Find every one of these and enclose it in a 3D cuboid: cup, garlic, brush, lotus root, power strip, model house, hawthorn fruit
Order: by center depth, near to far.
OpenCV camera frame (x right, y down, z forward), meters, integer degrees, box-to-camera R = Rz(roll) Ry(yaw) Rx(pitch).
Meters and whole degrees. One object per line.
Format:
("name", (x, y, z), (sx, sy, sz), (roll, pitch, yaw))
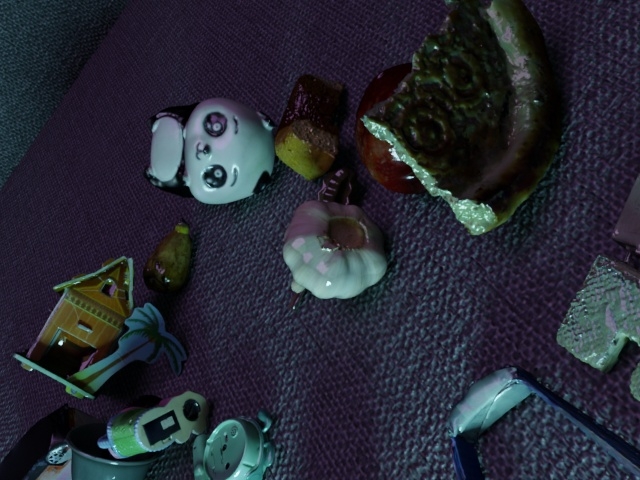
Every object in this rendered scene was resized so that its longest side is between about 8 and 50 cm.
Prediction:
("power strip", (0.453, -0.016, 1.163), (0.075, 0.042, 0.175), (21, 84, 52))
("hawthorn fruit", (0.157, -0.216, 1.489), (0.266, 0.210, 0.230), (-110, 17, -49))
("garlic", (0.006, 0.048, 1.551), (0.226, 0.199, 0.199), (125, 151, -48))
("brush", (0.000, 0.000, 1.660), (0.084, 0.071, 0.301), (18, 88, 68))
("cup", (-0.443, 0.489, 1.750), (0.199, 0.199, 0.150), (22, 102, 52))
("model house", (-0.476, 0.214, 1.950), (0.323, 0.340, 0.300), (-62, 7, -12))
("lotus root", (-0.354, 0.040, 2.004), (0.108, 0.094, 0.190), (10, 62, 24))

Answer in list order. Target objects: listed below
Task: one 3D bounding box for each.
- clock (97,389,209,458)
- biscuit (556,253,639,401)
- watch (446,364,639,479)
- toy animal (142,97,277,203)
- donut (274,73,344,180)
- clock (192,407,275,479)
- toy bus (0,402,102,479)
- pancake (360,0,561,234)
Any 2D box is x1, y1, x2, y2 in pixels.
("clock", (-0.352, 0.373, 1.702), (0.195, 0.194, 0.100), (-18, 91, 45))
("biscuit", (0.422, 0.131, 1.078), (0.250, 0.046, 0.147), (41, 110, 49))
("watch", (0.303, 0.281, 1.113), (0.276, 0.068, 0.274), (-39, 42, 24))
("toy animal", (-0.242, -0.210, 1.937), (0.310, 0.251, 0.251), (10, 73, 38))
("donut", (-0.035, -0.234, 1.785), (0.151, 0.112, 0.295), (-50, 20, 37))
("clock", (-0.159, 0.397, 1.561), (0.188, 0.060, 0.148), (-39, 41, 23))
("toy bus", (-0.636, 0.525, 1.942), (0.302, 0.147, 0.127), (-49, 38, 16))
("pancake", (0.259, -0.234, 1.340), (0.427, 0.305, 0.067), (-61, 7, -21))
